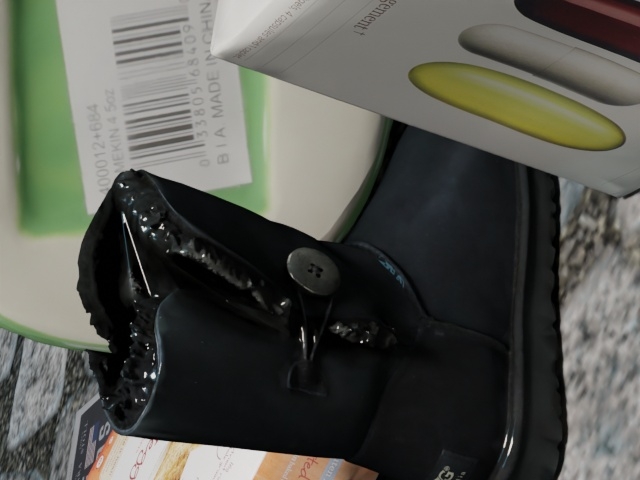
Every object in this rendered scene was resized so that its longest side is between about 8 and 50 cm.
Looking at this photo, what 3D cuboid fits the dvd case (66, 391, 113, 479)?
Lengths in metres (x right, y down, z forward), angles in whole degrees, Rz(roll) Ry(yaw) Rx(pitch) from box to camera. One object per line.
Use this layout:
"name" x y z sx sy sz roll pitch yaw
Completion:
"dvd case" -0.125 0.162 1.244 0.239 0.030 0.179 -40 38 52

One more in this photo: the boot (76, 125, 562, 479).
"boot" 0.000 0.000 0.830 0.094 0.207 0.246 -50 30 43

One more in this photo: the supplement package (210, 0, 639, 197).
"supplement package" 0.095 -0.137 0.716 0.194 0.203 0.149 -34 43 58

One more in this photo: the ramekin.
"ramekin" -0.108 -0.088 0.951 0.303 0.303 0.148 -68 23 9

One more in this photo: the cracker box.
"cracker box" -0.041 0.101 1.006 0.155 0.067 0.232 -62 22 -6
